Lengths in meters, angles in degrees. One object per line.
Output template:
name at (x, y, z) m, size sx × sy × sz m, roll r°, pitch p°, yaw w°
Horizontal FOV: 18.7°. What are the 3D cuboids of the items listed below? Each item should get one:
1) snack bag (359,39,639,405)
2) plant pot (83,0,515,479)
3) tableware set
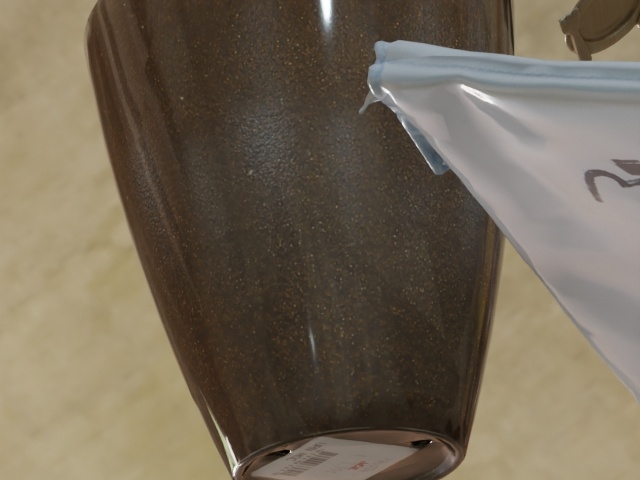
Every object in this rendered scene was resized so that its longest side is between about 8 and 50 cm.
snack bag at (0.224, 0.019, 0.701) m, size 0.323 × 0.343 × 0.037 m, roll 45°, pitch -123°, yaw -50°
plant pot at (0.000, 0.000, 0.922) m, size 0.215 × 0.230 × 0.215 m, roll -5°, pitch -25°, yaw -2°
tableware set at (0.206, -0.172, 1.112) m, size 0.169 × 0.020 × 0.141 m, roll -30°, pitch -32°, yaw -14°
